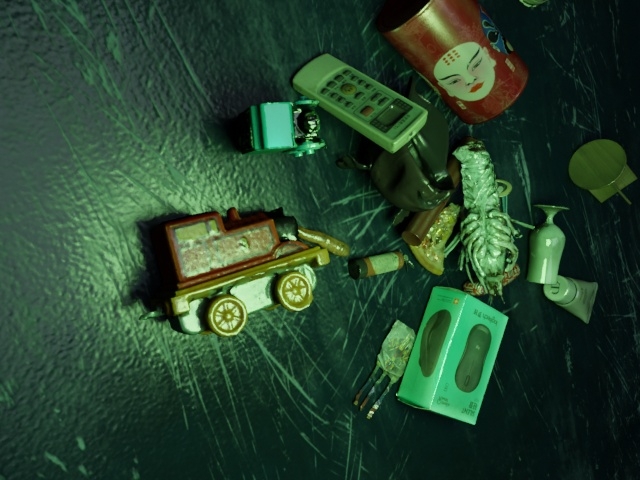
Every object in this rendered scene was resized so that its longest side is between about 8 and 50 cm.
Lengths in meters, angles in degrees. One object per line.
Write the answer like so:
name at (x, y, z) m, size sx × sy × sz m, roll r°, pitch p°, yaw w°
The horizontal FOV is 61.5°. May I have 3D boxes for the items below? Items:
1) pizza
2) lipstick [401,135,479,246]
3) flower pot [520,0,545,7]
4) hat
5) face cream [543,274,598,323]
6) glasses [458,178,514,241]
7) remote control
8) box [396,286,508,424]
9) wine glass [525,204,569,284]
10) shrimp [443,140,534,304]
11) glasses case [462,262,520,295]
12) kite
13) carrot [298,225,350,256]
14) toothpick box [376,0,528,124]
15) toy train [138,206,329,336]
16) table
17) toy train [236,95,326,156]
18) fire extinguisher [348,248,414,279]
pizza at (0.308, -0.022, 1.384) m, size 0.195 × 0.052 × 0.185 m, roll -51°, pitch 120°, yaw -18°
lipstick at (0.308, -0.132, 1.349) m, size 0.057 × 0.057 × 0.357 m, roll 51°, pitch 61°, yaw -26°
flower pot at (0.634, -0.784, 1.488) m, size 0.235 × 0.140 × 0.236 m, roll -5°, pitch 98°, yaw -34°
hat at (0.178, -0.194, 1.240) m, size 0.238 × 0.208 × 0.337 m, roll 32°, pitch 48°, yaw -41°
face cream at (0.815, 0.178, 1.726) m, size 0.314 × 0.089 × 0.143 m, roll 18°, pitch 84°, yaw -44°
glasses at (0.483, -0.042, 1.476) m, size 0.189 × 0.088 × 0.221 m, roll -44°, pitch 116°, yaw -23°
remote control at (0.076, -0.293, 1.111) m, size 0.123 × 0.285 × 0.038 m, roll -42°, pitch 159°, yaw -23°
box at (0.347, 0.299, 1.392) m, size 0.205 × 0.118 × 0.312 m, roll 28°, pitch 79°, yaw -32°
wine glass at (0.670, 0.012, 1.597) m, size 0.103 × 0.103 × 0.231 m, roll 2°, pitch 96°, yaw -33°
shrimp at (0.406, -0.034, 1.319) m, size 0.166 × 0.221 × 0.411 m, roll -8°, pitch 90°, yaw -66°
glasses case at (0.482, 0.112, 1.495) m, size 0.194 × 0.073 × 0.049 m, roll -20°, pitch 99°, yaw -30°
kite at (0.167, 0.322, 1.339) m, size 0.141 × 0.015 × 0.245 m, roll 49°, pitch 67°, yaw -29°
carrot at (0.001, -0.002, 1.194) m, size 0.165 × 0.035 × 0.036 m, roll 25°, pitch 80°, yaw -30°
toothpick box at (0.314, -0.454, 1.264) m, size 0.333 × 0.204 × 0.204 m, roll 35°, pitch 75°, yaw -30°
toy train at (-0.171, 0.052, 1.015) m, size 0.368 × 0.163 × 0.232 m, roll -17°, pitch 95°, yaw -31°
table at (0.924, -0.201, 1.728) m, size 0.226 × 0.167 × 0.167 m, roll 24°, pitch 81°, yaw -42°
toy train at (-0.078, -0.214, 1.033) m, size 0.154 × 0.198 × 0.108 m, roll -9°, pitch 98°, yaw -20°
fire extinguisher at (0.151, 0.058, 1.286) m, size 0.177 × 0.050 × 0.062 m, roll -9°, pitch 73°, yaw -32°
